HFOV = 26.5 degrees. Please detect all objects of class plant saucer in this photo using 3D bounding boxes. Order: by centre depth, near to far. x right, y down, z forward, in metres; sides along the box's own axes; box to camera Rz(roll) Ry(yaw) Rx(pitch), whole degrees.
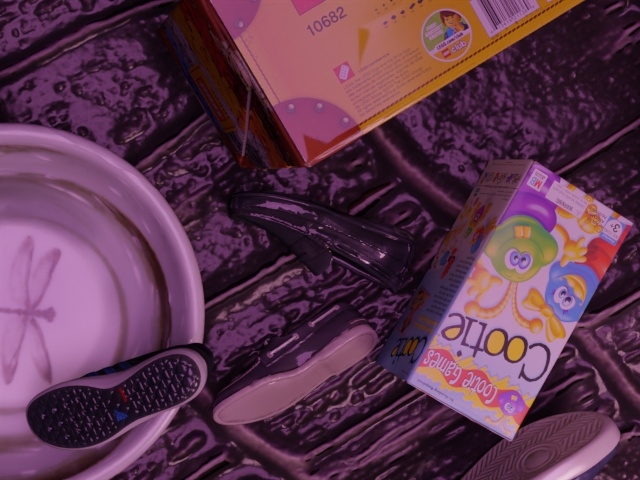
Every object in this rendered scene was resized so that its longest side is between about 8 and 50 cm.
[{"bbox_3d":[-0.327,0.077,1.441,0.400,0.100,0.401,-1,93,-12],"label":"plant saucer"}]

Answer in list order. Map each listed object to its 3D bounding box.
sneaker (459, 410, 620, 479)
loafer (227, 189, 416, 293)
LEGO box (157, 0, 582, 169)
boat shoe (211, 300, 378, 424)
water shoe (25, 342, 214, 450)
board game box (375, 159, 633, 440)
[{"bbox_3d":[0.218,0.342,1.565,0.350,0.131,0.148,-37,106,-2],"label":"sneaker"},{"bbox_3d":[0.000,0.000,1.517,0.223,0.076,0.078,17,82,-16],"label":"loafer"},{"bbox_3d":[0.110,-0.276,1.375,0.500,0.372,0.193,-32,98,-9],"label":"LEGO box"},{"bbox_3d":[-0.037,0.138,1.537,0.206,0.075,0.065,-29,55,-4],"label":"boat shoe"},{"bbox_3d":[-0.201,0.160,1.388,0.203,0.080,0.073,-18,94,14],"label":"water shoe"},{"bbox_3d":[0.203,0.062,1.529,0.142,0.144,0.275,31,87,-12],"label":"board game box"}]
